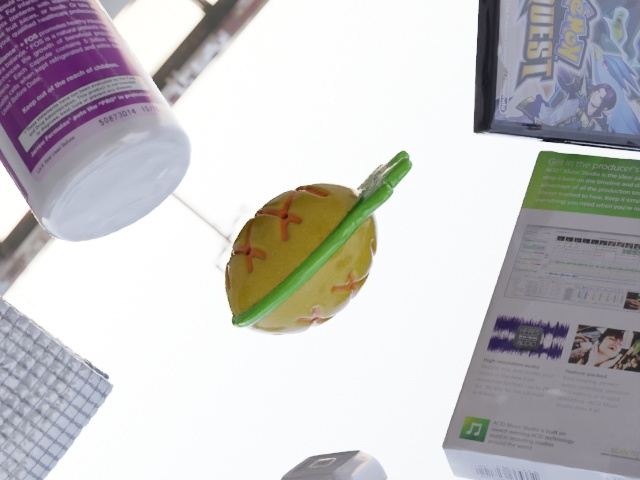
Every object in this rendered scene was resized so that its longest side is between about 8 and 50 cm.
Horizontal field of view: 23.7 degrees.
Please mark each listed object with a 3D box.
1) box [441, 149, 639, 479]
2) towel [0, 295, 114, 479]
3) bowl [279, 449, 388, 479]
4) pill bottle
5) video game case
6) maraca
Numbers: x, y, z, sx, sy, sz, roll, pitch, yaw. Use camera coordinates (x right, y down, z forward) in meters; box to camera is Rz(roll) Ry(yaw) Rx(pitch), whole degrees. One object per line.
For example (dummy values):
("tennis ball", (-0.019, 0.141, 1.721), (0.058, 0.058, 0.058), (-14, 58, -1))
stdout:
("box", (0.258, 0.068, 1.275), (0.232, 0.058, 0.322), (7, -124, 24))
("towel", (-0.443, 0.188, 1.961), (0.235, 0.283, 0.121), (-51, -163, -3))
("bowl", (0.008, 0.337, 2.147), (0.142, 0.053, 0.142), (-12, -172, 31))
("pill bottle", (-0.267, -0.161, 1.500), (0.169, 0.302, 0.169), (-30, 160, -12))
("video game case", (0.256, -0.221, 1.377), (0.035, 0.248, 0.275), (177, -84, -65))
("maraca", (0.000, 0.000, 1.158), (0.185, 0.099, 0.127), (-44, -169, 8))
